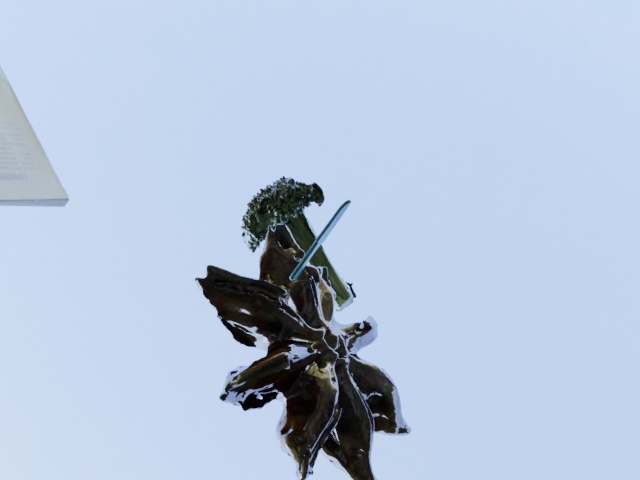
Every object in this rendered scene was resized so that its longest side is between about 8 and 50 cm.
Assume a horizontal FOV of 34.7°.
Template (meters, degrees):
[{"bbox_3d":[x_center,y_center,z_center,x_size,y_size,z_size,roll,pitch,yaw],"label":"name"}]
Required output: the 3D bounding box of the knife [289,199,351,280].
[{"bbox_3d":[0.000,0.000,0.921,0.005,0.014,0.091,40,-78,22],"label":"knife"}]

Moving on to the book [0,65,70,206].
[{"bbox_3d":[-0.341,-0.116,0.987,0.013,0.168,0.192,-36,-105,24],"label":"book"}]

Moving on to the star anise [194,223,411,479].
[{"bbox_3d":[-0.009,0.109,0.962,0.088,0.288,0.288,-28,-117,31],"label":"star anise"}]

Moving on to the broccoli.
[{"bbox_3d":[-0.023,0.008,1.403,0.122,0.118,0.204,-37,-101,-12],"label":"broccoli"}]
